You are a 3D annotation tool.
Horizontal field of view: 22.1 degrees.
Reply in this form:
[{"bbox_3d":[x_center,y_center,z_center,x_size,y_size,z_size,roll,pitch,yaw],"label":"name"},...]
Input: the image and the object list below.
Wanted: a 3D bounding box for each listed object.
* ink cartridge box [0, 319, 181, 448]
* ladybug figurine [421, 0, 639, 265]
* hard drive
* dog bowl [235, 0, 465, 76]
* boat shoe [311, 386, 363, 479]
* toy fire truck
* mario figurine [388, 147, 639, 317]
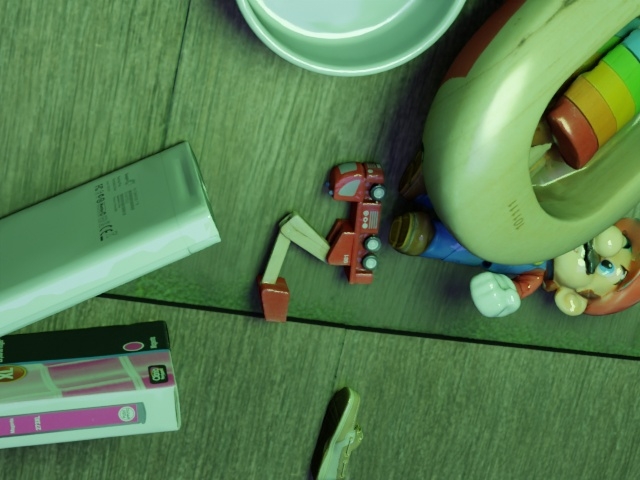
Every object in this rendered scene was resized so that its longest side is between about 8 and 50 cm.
[{"bbox_3d":[-0.347,0.167,1.829,0.371,0.176,0.069,-7,113,-7],"label":"ink cartridge box"},{"bbox_3d":[0.274,-0.168,1.766,0.449,0.162,0.305,-39,131,-17],"label":"ladybug figurine"},{"bbox_3d":[-0.286,0.014,1.744,0.353,0.233,0.047,-23,114,-1],"label":"hard drive"},{"bbox_3d":[0.026,-0.313,1.736,0.265,0.104,0.265,-4,113,-9],"label":"dog bowl"},{"bbox_3d":[0.027,0.237,2.001,0.045,0.050,0.135,10,120,-18],"label":"boat shoe"},{"bbox_3d":[0.000,0.000,1.894,0.135,0.047,0.192,2,111,-10],"label":"toy fire truck"},{"bbox_3d":[0.253,-0.013,1.872,0.321,0.170,0.198,16,107,-15],"label":"mario figurine"}]
